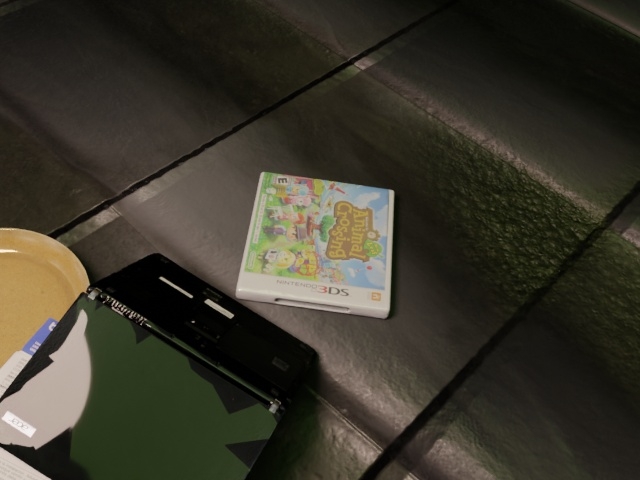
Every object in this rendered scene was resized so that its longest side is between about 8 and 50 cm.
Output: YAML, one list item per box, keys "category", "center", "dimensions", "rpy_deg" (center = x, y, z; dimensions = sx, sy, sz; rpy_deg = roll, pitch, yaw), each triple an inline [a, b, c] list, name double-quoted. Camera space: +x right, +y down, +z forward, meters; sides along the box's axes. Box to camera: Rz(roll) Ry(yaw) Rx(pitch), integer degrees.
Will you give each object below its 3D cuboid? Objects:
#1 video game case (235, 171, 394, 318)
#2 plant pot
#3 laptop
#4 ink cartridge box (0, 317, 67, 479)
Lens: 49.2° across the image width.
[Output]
- category: "video game case"
  center: [0.000, 0.000, 0.934]
  dimensions: [0.193, 0.023, 0.212]
  rpy_deg: [8, 50, -1]
- category: "plant pot"
  center: [-0.386, 0.084, 0.809]
  dimensions: [0.236, 0.032, 0.236]
  rpy_deg: [4, 51, -5]
- category: "laptop"
  center: [-0.156, 0.150, 0.731]
  dimensions: [0.234, 0.136, 0.264]
  rpy_deg: [32, 15, 3]
- category: "ink cartridge box"
  center: [-0.266, 0.229, 0.646]
  dimensions: [0.186, 0.065, 0.311]
  rpy_deg: [27, 44, 0]
